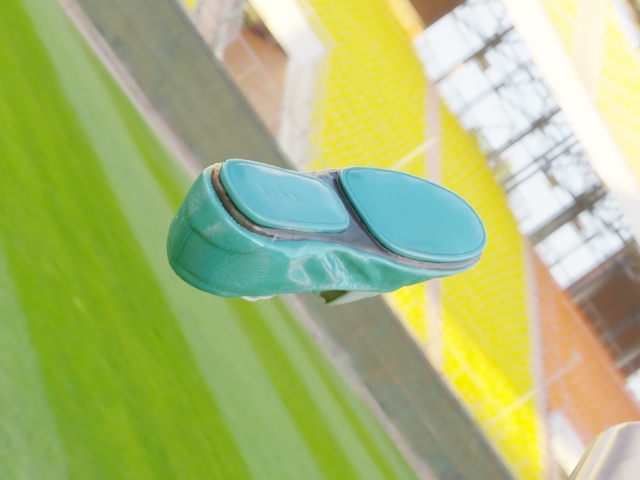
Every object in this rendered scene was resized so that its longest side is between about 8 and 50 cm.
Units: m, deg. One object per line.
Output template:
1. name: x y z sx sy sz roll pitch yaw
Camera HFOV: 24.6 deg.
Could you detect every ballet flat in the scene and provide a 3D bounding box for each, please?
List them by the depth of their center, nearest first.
1. ballet flat: 0.000 0.000 0.896 0.247 0.087 0.083 5 50 -49

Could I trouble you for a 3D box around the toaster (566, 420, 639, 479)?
1. toaster: 0.219 0.174 0.762 0.146 0.227 0.129 -46 139 -66
